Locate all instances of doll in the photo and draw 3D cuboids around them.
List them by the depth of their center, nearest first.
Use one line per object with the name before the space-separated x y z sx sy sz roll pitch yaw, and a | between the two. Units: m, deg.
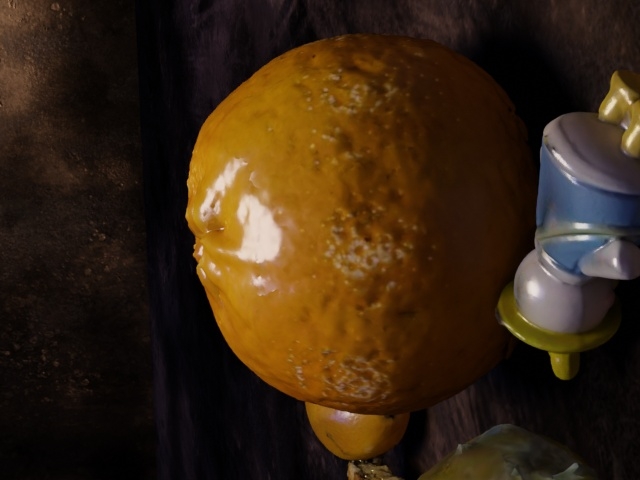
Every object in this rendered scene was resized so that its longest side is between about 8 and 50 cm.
doll | 0.189 -0.003 0.879 0.135 0.098 0.241 35 136 32

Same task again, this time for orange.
orange | 0.030 -0.012 1.060 0.340 0.293 0.341 173 90 -75

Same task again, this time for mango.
mango | 0.033 0.162 1.412 0.227 0.109 0.147 -120 40 -54

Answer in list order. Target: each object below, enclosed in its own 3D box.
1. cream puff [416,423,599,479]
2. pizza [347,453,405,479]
cream puff | 0.146 0.311 0.774 0.275 0.378 0.378 58 -177 -39
pizza | 0.101 0.368 1.299 0.223 0.089 0.323 109 149 -66
